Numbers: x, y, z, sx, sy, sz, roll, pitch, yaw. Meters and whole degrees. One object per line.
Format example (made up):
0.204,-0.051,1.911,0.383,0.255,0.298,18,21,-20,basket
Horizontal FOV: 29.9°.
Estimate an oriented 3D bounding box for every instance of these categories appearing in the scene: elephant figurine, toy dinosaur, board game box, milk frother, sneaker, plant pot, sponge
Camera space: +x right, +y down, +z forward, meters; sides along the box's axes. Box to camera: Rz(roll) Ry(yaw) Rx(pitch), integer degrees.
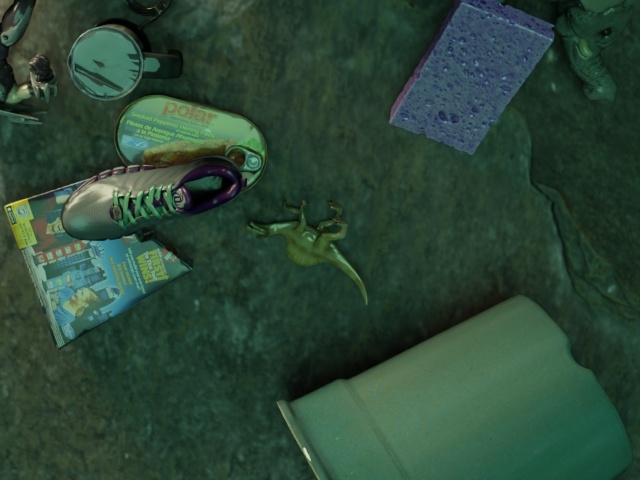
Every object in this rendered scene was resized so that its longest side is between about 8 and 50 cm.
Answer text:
0.311,-0.305,1.422,0.239,0.186,0.169,24,59,-20,elephant figurine
0.000,0.000,1.524,0.183,0.053,0.092,29,116,-3,toy dinosaur
-0.266,0.014,1.494,0.194,0.060,0.194,-17,102,-2,board game box
-0.228,-0.246,1.391,0.129,0.135,0.143,-13,105,-1,milk frother
-0.197,-0.053,1.409,0.224,0.098,0.083,-18,99,-10,sneaker
0.174,0.255,1.469,0.334,0.341,0.341,-32,105,-4,plant pot
0.177,-0.196,1.426,0.117,0.031,0.210,21,139,-9,sponge

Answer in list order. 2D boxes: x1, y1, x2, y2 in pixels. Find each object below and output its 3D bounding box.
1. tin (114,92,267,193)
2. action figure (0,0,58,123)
-0.159,-0.120,1.480,0.190,0.040,0.106,15,107,-8,tin
-0.384,-0.248,1.401,0.185,0.099,0.285,16,106,-13,action figure
